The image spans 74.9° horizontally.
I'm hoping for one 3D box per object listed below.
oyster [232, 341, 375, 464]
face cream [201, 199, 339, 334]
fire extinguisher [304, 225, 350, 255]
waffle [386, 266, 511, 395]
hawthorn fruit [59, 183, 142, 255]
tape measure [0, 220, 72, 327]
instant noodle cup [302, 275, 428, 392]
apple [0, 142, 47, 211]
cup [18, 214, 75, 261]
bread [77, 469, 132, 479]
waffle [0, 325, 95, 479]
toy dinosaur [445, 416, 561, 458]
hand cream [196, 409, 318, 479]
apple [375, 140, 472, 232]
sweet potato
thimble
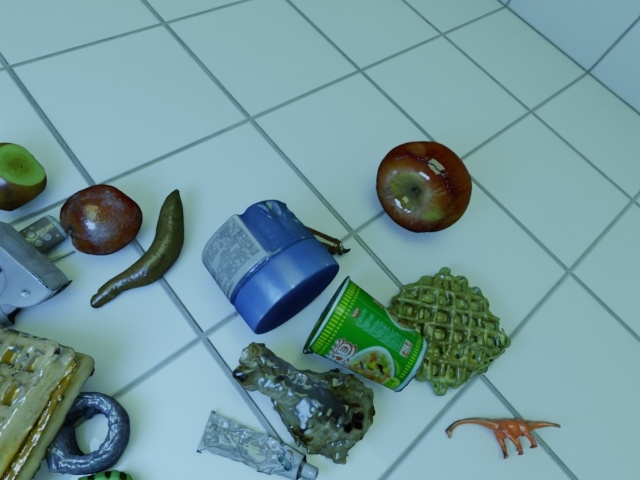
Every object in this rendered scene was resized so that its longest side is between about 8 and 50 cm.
[{"bbox_3d":[-0.029,0.331,0.916,0.337,0.133,0.197,34,52,0],"label":"oyster"},{"bbox_3d":[-0.117,0.056,0.972,0.249,0.249,0.225,-33,73,-27],"label":"face cream"},{"bbox_3d":[0.000,0.000,1.149,0.177,0.050,0.062,23,21,-2],"label":"fire extinguisher"},{"bbox_3d":[0.323,0.224,1.089,0.317,0.073,0.297,-28,70,-21],"label":"waffle"},{"bbox_3d":[-0.508,-0.050,0.983,0.173,0.172,0.172,6,61,-11],"label":"hawthorn fruit"},{"bbox_3d":[-0.683,0.070,0.871,0.197,0.120,0.236,-41,99,3],"label":"tape measure"},{"bbox_3d":[0.107,0.229,0.965,0.233,0.207,0.207,32,59,1],"label":"instant noodle cup"},{"bbox_3d":[-0.735,-0.156,0.982,0.147,0.163,0.146,-54,127,-41],"label":"apple"},{"bbox_3d":[-0.641,0.002,0.969,0.102,0.074,0.099,40,60,9],"label":"cup"},{"bbox_3d":[-0.403,0.491,0.763,0.139,0.071,0.129,8,69,-22],"label":"bread"},{"bbox_3d":[-0.591,0.344,0.718,0.261,0.114,0.375,6,59,21],"label":"waffle"},{"bbox_3d":[0.442,0.466,1.005,0.280,0.055,0.101,-4,54,-14],"label":"toy dinosaur"},{"bbox_3d":[-0.126,0.442,0.877,0.257,0.050,0.084,18,57,3],"label":"hand cream"},{"bbox_3d":[0.297,-0.159,1.196,0.272,0.251,0.206,33,40,21],"label":"apple"},{"bbox_3d":[-0.406,0.032,1.015,0.109,0.079,0.346,26,66,8],"label":"sweet potato"},{"bbox_3d":[-0.449,0.371,0.805,0.150,0.097,0.149,6,60,-11],"label":"thimble"}]
